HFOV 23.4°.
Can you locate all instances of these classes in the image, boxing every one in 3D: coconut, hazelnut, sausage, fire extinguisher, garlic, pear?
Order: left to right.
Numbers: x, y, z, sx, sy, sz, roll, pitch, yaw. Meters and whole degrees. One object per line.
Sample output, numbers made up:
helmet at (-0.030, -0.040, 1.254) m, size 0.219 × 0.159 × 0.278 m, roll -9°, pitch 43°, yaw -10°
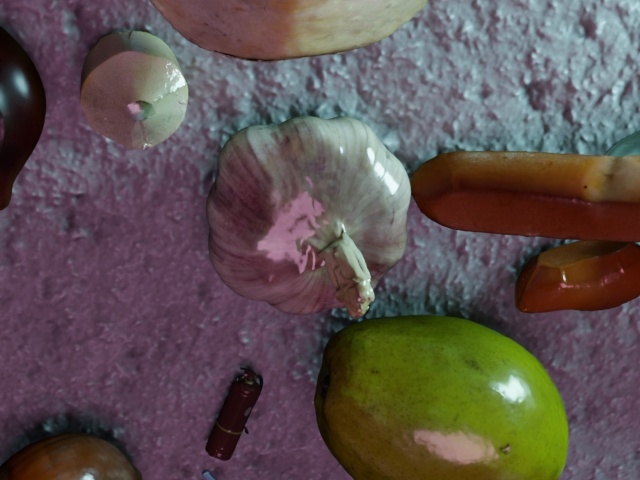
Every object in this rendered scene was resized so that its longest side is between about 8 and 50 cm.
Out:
hazelnut at (-0.312, 0.331, 1.884) m, size 0.214 × 0.176 × 0.214 m, roll -30°, pitch 151°, yaw -19°
coconut at (-0.201, -0.160, 1.673) m, size 0.116 × 0.122 × 0.116 m, roll -4°, pitch 116°, yaw -8°
fire extinguisher at (-0.104, 0.213, 1.925) m, size 0.056 × 0.039 × 0.132 m, roll 0°, pitch 121°, yaw -46°
coconut at (-0.016, -0.347, 1.521) m, size 0.353 × 0.352 × 0.352 m, roll -4°, pitch 117°, yaw -7°
garlic at (0.000, 0.000, 1.720) m, size 0.245 × 0.253 × 0.245 m, roll -8°, pitch 123°, yaw -13°
pear at (0.140, 0.211, 1.845) m, size 0.307 × 0.253 × 0.253 m, roll 14°, pitch 114°, yaw -14°
sausage at (0.272, -0.049, 1.760) m, size 0.348 × 0.097 × 0.094 m, roll 5°, pitch 137°, yaw 19°
sausage at (0.321, 0.043, 1.882) m, size 0.179 × 0.089 × 0.089 m, roll -11°, pitch 118°, yaw -9°

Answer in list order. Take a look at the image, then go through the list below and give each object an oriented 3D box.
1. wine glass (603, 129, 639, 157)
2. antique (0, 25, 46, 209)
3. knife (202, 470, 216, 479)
wine glass at (0.428, -0.017, 1.832) m, size 0.103 × 0.103 × 0.231 m, roll -29°, pitch 104°, yaw 6°
antique at (-0.406, -0.148, 1.644) m, size 0.224 × 0.129 × 0.278 m, roll -5°, pitch 119°, yaw -9°
knife at (-0.127, 0.330, 1.999) m, size 0.014 × 0.005 × 0.091 m, roll -33°, pitch 117°, yaw 7°
